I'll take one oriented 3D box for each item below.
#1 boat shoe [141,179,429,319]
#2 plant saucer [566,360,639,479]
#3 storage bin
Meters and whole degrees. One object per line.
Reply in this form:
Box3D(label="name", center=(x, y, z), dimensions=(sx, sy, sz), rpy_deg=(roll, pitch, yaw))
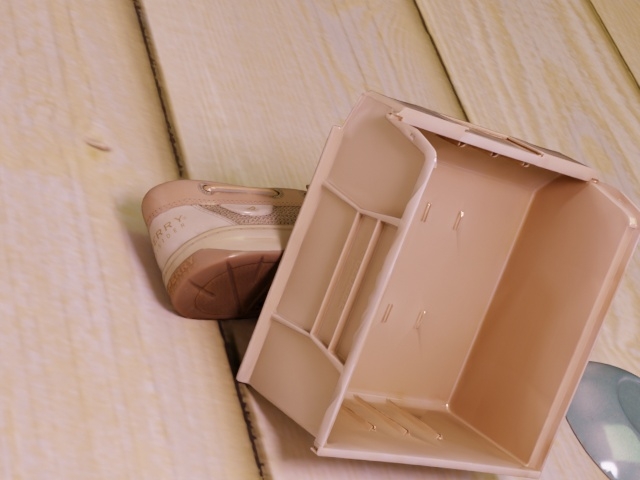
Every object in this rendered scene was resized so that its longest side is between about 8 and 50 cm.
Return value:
Box3D(label="boat shoe", center=(0.000, 0.000, 1.372), dimensions=(0.341, 0.121, 0.110), rpy_deg=(7, 46, -46))
Box3D(label="plant saucer", center=(0.324, 0.189, 1.615), dimensions=(0.195, 0.037, 0.195), rpy_deg=(31, 31, -20))
Box3D(label="storage bin", center=(0.104, 0.041, 1.290), dimensions=(0.262, 0.260, 0.123), rpy_deg=(13, 13, -42))
